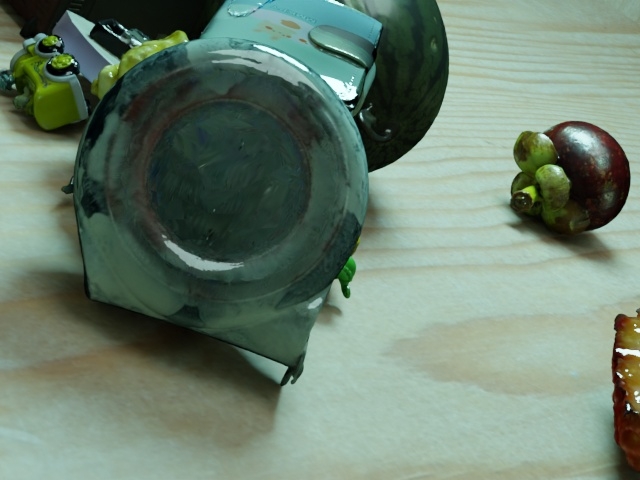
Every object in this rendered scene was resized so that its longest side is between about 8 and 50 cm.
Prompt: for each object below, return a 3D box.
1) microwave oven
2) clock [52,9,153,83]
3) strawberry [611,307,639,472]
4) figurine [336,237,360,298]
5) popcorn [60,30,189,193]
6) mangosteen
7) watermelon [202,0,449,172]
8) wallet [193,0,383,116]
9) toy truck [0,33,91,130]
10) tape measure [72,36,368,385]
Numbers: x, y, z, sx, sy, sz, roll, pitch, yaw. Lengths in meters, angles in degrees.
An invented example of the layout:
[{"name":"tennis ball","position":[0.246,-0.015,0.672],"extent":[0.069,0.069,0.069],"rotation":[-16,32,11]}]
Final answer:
[{"name":"microwave oven","position":[-0.258,-0.340,1.938],"extent":[0.247,0.178,0.188],"rotation":[1,34,-48]},{"name":"clock","position":[-0.212,-0.198,1.766],"extent":[0.172,0.064,0.198],"rotation":[40,8,-3]},{"name":"strawberry","position":[0.416,0.190,1.639],"extent":[0.253,0.150,0.280],"rotation":[9,23,7]},{"name":"figurine","position":[0.000,0.000,1.650],"extent":[0.156,0.095,0.115],"rotation":[53,-6,39]},{"name":"popcorn","position":[-0.158,-0.101,1.593],"extent":[0.173,0.168,0.195],"rotation":[4,40,-3]},{"name":"mangosteen","position":[0.317,-0.074,2.125],"extent":[0.156,0.181,0.146],"rotation":[54,-13,17]},{"name":"watermelon","position":[0.008,-0.220,1.862],"extent":[0.279,0.279,0.359],"rotation":[10,35,-38]},{"name":"wallet","position":[-0.032,-0.185,1.592],"extent":[0.176,0.075,0.250],"rotation":[22,27,-1]},{"name":"toy truck","position":[-0.292,-0.164,1.678],"extent":[0.077,0.076,0.111],"rotation":[-26,46,-15]},{"name":"tape measure","position":[-0.091,-0.038,1.408],"extent":[0.256,0.275,0.147],"rotation":[20,-7,-8]}]
